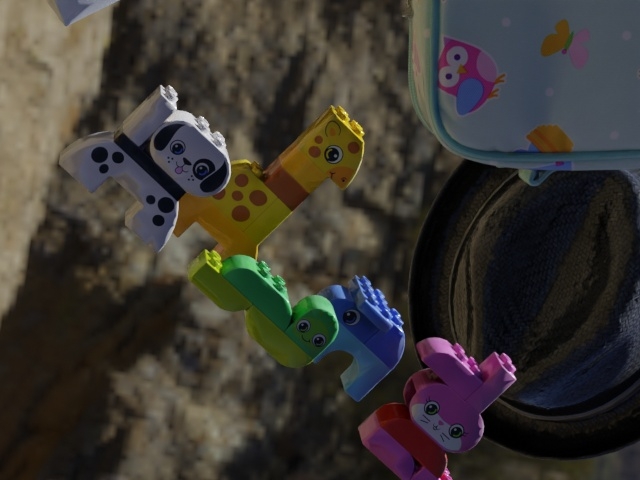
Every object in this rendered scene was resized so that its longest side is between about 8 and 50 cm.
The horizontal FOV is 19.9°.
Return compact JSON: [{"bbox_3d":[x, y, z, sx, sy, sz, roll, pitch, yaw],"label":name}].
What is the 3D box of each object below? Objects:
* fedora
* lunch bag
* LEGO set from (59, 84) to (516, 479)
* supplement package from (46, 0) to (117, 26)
[{"bbox_3d":[0.215,0.035,1.638,0.152,0.334,0.334,11,86,-73],"label":"fedora"},{"bbox_3d":[0.180,-0.146,1.058,0.108,0.279,0.224,-108,-163,-73],"label":"lunch bag"},{"bbox_3d":[0.000,0.000,0.813,0.093,0.227,0.087,-44,-164,8],"label":"LEGO set"},{"bbox_3d":[-0.245,-0.335,1.733,0.244,0.139,0.134,52,-14,46],"label":"supplement package"}]
